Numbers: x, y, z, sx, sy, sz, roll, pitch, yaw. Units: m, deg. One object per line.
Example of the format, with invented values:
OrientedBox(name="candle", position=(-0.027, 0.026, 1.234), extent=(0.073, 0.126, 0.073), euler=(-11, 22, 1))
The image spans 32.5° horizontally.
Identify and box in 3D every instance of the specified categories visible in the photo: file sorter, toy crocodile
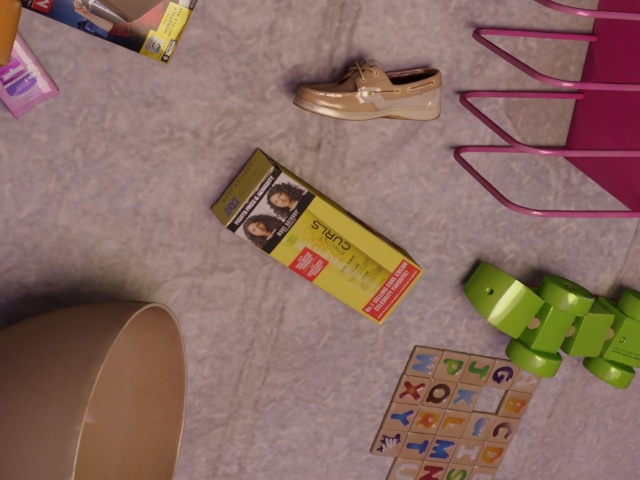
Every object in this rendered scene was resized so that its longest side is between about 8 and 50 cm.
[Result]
OrientedBox(name="file sorter", position=(0.261, -0.185, 1.113), extent=(0.182, 0.202, 0.290), euler=(0, 115, -18))
OrientedBox(name="toy crocodile", position=(0.321, 0.103, 1.348), extent=(0.341, 0.105, 0.115), euler=(12, 110, -31))

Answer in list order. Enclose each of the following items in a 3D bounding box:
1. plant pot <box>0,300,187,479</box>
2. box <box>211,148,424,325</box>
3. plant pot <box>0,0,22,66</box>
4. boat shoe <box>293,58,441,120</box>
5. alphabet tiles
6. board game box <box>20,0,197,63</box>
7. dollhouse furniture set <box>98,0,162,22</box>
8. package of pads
OrientedBox(name="plant pot", position=(-0.269, 0.188, 1.079), extent=(0.191, 0.284, 0.284), euler=(8, 117, 11))
OrientedBox(name="box", position=(0.000, 0.000, 1.185), extent=(0.232, 0.058, 0.087), euler=(35, 99, -32))
OrientedBox(name="plant pot", position=(-0.324, -0.257, 0.862), extent=(0.205, 0.205, 0.187), euler=(15, 93, -27))
OrientedBox(name="boat shoe", position=(0.051, -0.158, 1.128), extent=(0.170, 0.063, 0.059), euler=(-4, 114, -30))
OrientedBox(name="alphabet tiles", position=(0.163, 0.250, 1.406), extent=(0.198, 0.009, 0.237), euler=(11, 110, -26))
OrientedBox(name="board game box", position=(-0.187, -0.283, 0.967), extent=(0.194, 0.060, 0.194), euler=(20, 107, -28))
OrientedBox(name="dollhouse furniture set", position=(-0.191, -0.355, 0.700), extent=(0.394, 0.256, 0.362), euler=(35, 57, -28))
OrientedBox(name="package of pads", position=(-0.284, -0.158, 1.010), extent=(0.050, 0.032, 0.083), euler=(-34, 123, -5))
